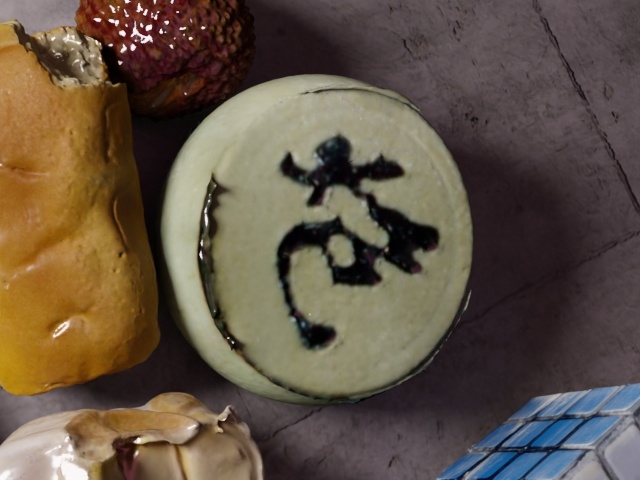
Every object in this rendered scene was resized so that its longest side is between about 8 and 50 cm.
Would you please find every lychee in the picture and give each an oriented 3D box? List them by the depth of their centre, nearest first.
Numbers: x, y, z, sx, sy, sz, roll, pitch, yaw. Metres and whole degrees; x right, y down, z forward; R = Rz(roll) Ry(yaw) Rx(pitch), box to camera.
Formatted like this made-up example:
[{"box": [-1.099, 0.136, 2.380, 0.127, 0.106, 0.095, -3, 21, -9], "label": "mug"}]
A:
[{"box": [-0.168, -0.224, 1.151, 0.188, 0.188, 0.188, 6, 74, -23], "label": "lychee"}]

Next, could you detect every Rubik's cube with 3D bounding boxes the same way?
[{"box": [0.282, 0.328, 1.169, 0.259, 0.256, 0.253, -35, 93, -27], "label": "Rubik's cube"}]

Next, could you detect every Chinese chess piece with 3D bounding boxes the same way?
[{"box": [0.000, 0.000, 1.144, 0.349, 0.146, 0.349, -1, 93, -28], "label": "Chinese chess piece"}]

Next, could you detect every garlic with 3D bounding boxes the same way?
[{"box": [-0.206, 0.250, 1.018, 0.281, 0.184, 0.203, -9, 104, -47], "label": "garlic"}]

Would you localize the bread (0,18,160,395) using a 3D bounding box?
[{"box": [-0.263, -0.034, 1.028, 0.195, 0.149, 0.344, -14, 99, -22], "label": "bread"}]

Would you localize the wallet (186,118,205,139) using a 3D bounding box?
[{"box": [-0.042, -0.098, 1.241, 0.202, 0.059, 0.141, -19, 92, -26], "label": "wallet"}]

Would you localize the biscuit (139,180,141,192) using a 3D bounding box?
[{"box": [-0.260, -0.051, 1.149, 0.147, 0.018, 0.071, -6, 80, -25], "label": "biscuit"}]
